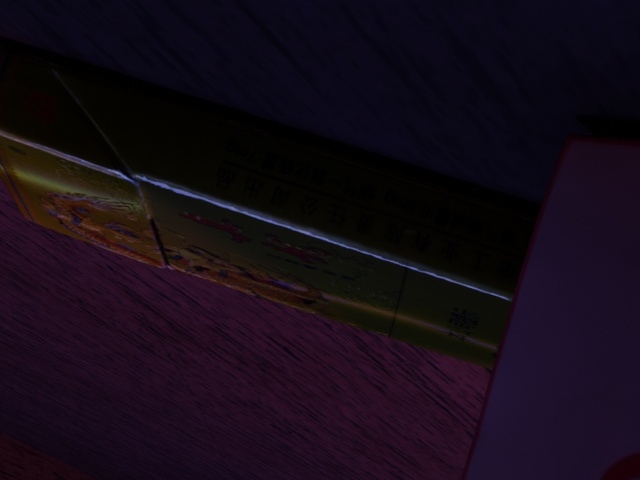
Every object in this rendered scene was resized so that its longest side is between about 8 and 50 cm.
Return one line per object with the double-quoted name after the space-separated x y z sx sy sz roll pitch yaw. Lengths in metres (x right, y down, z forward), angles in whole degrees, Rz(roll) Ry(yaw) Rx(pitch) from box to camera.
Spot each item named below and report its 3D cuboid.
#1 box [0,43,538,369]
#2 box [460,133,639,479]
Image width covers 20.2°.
0.000 0.000 0.827 0.311 0.043 0.173 18 167 3 "box"
0.232 0.161 0.616 0.312 0.300 0.314 7 163 39 "box"
